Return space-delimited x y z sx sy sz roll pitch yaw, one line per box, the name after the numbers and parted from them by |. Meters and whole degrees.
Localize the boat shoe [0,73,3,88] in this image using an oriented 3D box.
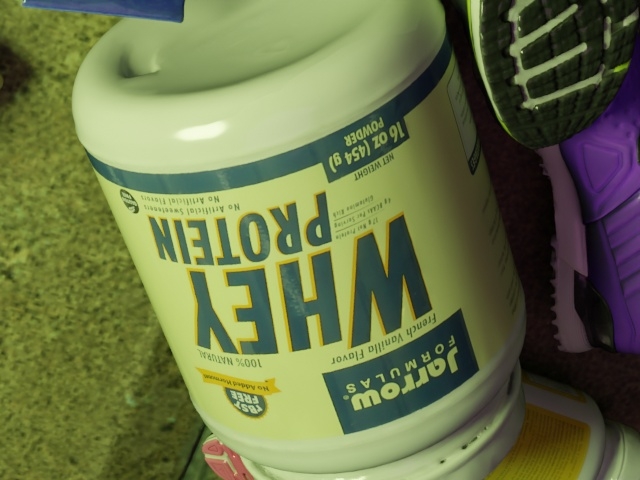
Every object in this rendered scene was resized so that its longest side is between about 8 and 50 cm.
-0.326 -0.027 1.031 0.089 0.104 0.285 37 104 -30 | boat shoe

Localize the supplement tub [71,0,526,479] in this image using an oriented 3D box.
0.000 0.000 1.026 0.235 0.235 0.324 -19 120 1 | supplement tub

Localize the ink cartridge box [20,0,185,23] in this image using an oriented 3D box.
-0.099 -0.325 0.885 0.270 0.151 0.395 5 119 -12 | ink cartridge box

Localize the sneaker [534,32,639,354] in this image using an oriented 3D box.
0.234 -0.039 1.091 0.146 0.102 0.293 9 131 25 | sneaker

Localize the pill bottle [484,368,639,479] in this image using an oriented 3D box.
0.150 0.151 1.210 0.184 0.103 0.103 21 113 -19 | pill bottle

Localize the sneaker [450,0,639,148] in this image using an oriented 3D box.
0.106 -0.199 0.960 0.111 0.121 0.299 -21 112 -10 | sneaker

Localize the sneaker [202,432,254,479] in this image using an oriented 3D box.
-0.008 0.141 1.204 0.170 0.074 0.063 -16 118 26 | sneaker
